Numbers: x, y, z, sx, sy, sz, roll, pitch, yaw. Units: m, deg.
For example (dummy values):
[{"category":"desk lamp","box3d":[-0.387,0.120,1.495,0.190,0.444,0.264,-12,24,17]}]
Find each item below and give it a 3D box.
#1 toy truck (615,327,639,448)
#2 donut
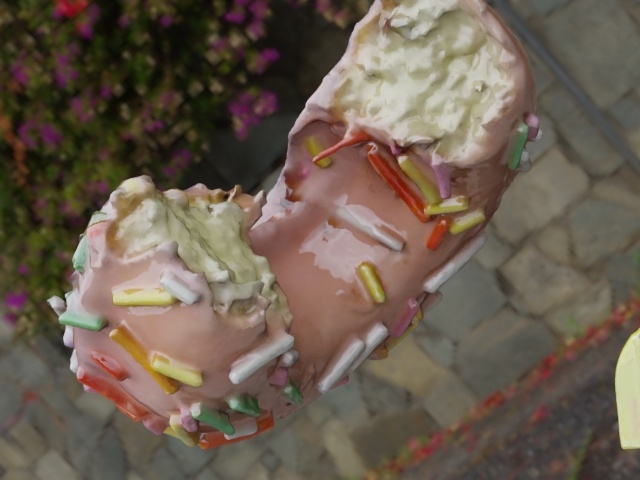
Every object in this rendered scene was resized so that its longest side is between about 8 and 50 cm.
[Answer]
[{"category":"toy truck","box3d":[0.261,0.178,0.947,0.157,0.272,0.124,-10,-10,39]},{"category":"donut","box3d":[0.000,0.000,0.625,0.233,0.085,0.199,-42,-19,-18]}]
